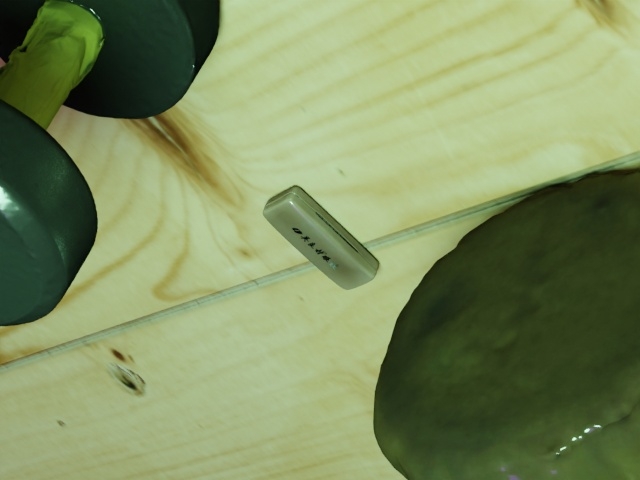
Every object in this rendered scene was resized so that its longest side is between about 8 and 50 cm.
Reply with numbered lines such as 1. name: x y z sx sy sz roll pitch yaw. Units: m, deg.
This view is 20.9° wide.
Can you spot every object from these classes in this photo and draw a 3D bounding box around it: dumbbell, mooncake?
1. dumbbell: -0.225 -0.109 1.346 0.204 0.322 0.203 15 140 13
2. mooncake: 0.210 0.110 1.356 0.324 0.324 0.187 -13 129 38

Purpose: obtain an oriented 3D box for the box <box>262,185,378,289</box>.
1. box: 0.000 0.000 1.580 0.115 0.025 0.048 44 136 -20
